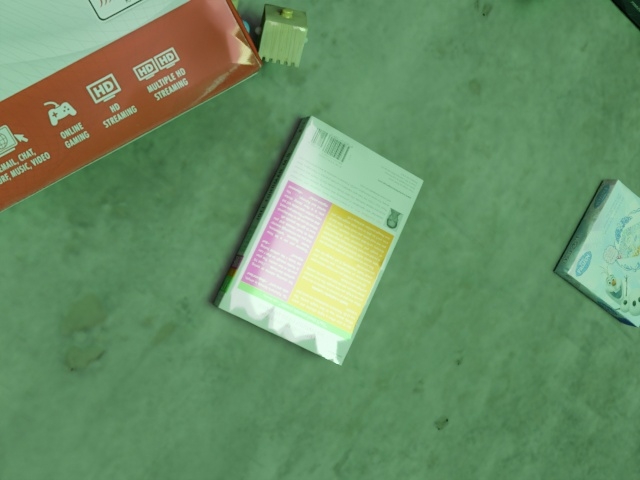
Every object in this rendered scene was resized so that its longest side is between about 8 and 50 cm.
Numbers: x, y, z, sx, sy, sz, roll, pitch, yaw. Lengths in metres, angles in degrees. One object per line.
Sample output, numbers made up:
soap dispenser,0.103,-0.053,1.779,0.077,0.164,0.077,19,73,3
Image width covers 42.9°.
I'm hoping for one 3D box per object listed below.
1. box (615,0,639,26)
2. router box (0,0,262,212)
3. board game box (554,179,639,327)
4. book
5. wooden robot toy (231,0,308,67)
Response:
box,0.355,-0.225,0.681,0.233,0.059,0.183,38,78,-21
router box,-0.246,-0.135,0.376,0.336,0.082,0.301,-29,105,-1
board game box,0.249,0.011,0.675,0.090,0.020,0.090,35,81,-22
book,0.000,0.000,0.565,0.096,0.035,0.144,28,83,-19
wooden robot toy,-0.098,-0.117,0.510,0.173,0.076,0.079,-3,130,-23
